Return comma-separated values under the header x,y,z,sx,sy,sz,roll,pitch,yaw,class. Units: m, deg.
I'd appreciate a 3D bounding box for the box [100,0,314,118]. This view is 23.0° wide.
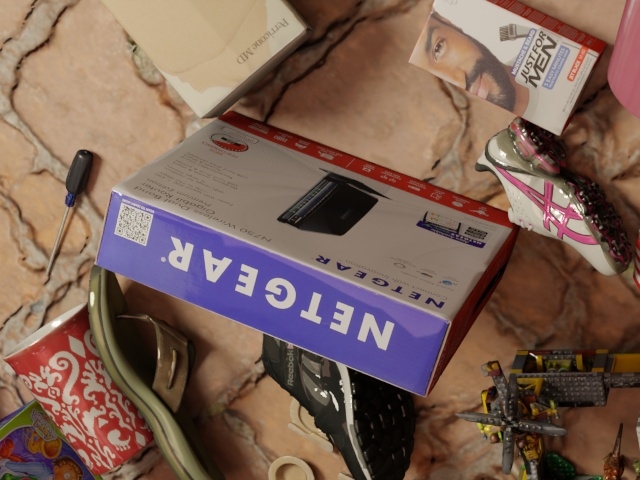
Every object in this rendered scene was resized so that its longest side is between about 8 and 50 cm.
x,y,z,sx,sy,sz,roll,pitch,yaw,class
-0.158,-0.281,1.559,0.148,0.121,0.311,-41,92,5,box

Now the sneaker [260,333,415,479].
x,y,z,sx,sy,sz,roll,pitch,yaw,class
0.006,0.140,1.687,0.124,0.107,0.283,-14,97,40,sneaker

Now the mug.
x,y,z,sx,sy,sz,roll,pitch,yaw,class
-0.267,0.169,1.787,0.113,0.150,0.169,-35,97,-9,mug

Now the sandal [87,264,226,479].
x,y,z,sx,sy,sz,roll,pitch,yaw,class
-0.169,0.150,1.742,0.086,0.120,0.303,-28,104,7,sandal

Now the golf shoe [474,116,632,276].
x,y,z,sx,sy,sz,roll,pitch,yaw,class
0.233,-0.034,1.561,0.086,0.067,0.186,-42,81,31,golf shoe

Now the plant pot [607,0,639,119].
x,y,z,sx,sy,sz,roll,pitch,yaw,class
0.352,-0.195,1.405,0.201,0.201,0.180,30,129,7,plant pot

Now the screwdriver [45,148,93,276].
x,y,z,sx,sy,sz,roll,pitch,yaw,class
-0.284,-0.026,1.761,0.025,0.024,0.170,38,121,36,screwdriver

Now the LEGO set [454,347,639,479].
x,y,z,sx,sy,sz,roll,pitch,yaw,class
0.304,0.228,1.534,0.331,0.192,0.255,4,119,16,LEGO set

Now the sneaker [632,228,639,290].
x,y,z,sx,sy,sz,roll,pitch,yaw,class
0.411,0.040,1.526,0.221,0.087,0.128,22,123,23,sneaker

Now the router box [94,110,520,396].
x,y,z,sx,sy,sz,roll,pitch,yaw,class
0.000,0.000,1.519,0.335,0.301,0.082,21,114,11,router box

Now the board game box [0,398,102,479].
x,y,z,sx,sy,sz,roll,pitch,yaw,class
-0.298,0.376,1.783,0.078,0.233,0.347,-32,96,25,board game box

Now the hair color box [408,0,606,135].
x,y,z,sx,sy,sz,roll,pitch,yaw,class
0.182,-0.183,1.533,0.167,0.053,0.093,27,115,10,hair color box

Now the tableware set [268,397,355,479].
x,y,z,sx,sy,sz,roll,pitch,yaw,class
0.017,0.248,1.751,0.141,0.020,0.169,21,113,11,tableware set
